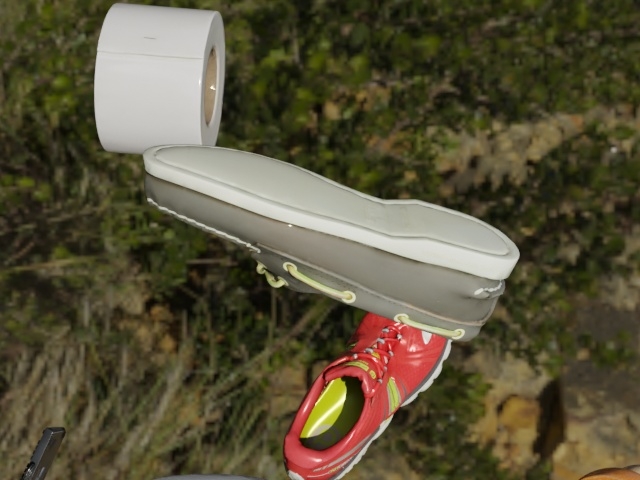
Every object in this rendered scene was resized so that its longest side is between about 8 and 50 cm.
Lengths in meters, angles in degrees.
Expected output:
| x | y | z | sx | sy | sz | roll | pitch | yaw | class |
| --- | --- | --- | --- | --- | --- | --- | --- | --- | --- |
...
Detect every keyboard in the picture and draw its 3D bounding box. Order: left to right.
| x | y | z | sx | sy | sz | roll | pitch | yaw | class |
| --- | --- | --- | --- | --- | --- | --- | --- | --- | --- |
| -0.485 | 0.396 | 1.851 | 0.108 | 0.023 | 0.180 | 49 | 64 | -82 | keyboard |

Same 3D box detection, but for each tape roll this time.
| x | y | z | sx | sy | sz | roll | pitch | yaw | class |
| --- | --- | --- | --- | --- | --- | --- | --- | --- | --- |
| -0.256 | -0.257 | 1.802 | 0.246 | 0.169 | 0.246 | 5 | 90 | -86 | tape roll |

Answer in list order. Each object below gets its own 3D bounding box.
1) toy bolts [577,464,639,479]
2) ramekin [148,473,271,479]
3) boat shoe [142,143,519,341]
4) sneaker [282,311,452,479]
| x | y | z | sx | sy | sz | roll | pitch | yaw | class |
| --- | --- | --- | --- | --- | --- | --- | --- | --- | --- |
| 0.248 | 0.325 | 1.005 | 0.158 | 0.228 | 0.218 | -27 | 85 | -47 | toy bolts |
| -0.122 | 0.366 | 1.284 | 0.277 | 0.277 | 0.135 | -6 | 100 | -73 | ramekin |
| 0.000 | 0.002 | 0.879 | 0.109 | 0.305 | 0.091 | -83 | -170 | -66 | boat shoe |
| 0.057 | 0.145 | 1.198 | 0.279 | 0.107 | 0.118 | -56 | 164 | -14 | sneaker |
